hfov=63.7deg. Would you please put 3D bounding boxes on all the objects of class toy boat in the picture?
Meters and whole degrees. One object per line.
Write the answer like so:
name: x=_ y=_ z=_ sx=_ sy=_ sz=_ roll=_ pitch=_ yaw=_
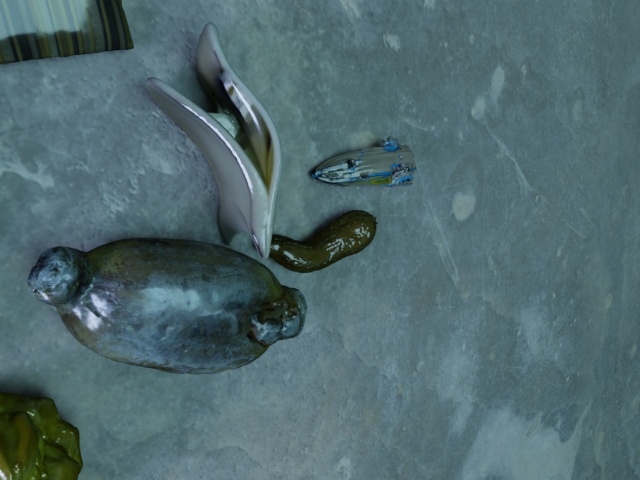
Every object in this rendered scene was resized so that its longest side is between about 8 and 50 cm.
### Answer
toy boat: x=0.076 y=-0.128 z=0.887 sx=0.210 sy=0.066 sz=0.084 roll=-11 pitch=74 yaw=-27

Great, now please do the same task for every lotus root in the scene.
lotus root: x=-0.189 y=0.081 z=0.666 sx=0.349 sy=0.175 sz=0.175 roll=16 pitch=90 yaw=-35

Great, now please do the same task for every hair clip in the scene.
hair clip: x=-0.122 y=-0.128 z=0.677 sx=0.113 sy=0.172 sz=0.282 roll=-33 pitch=107 yaw=-19

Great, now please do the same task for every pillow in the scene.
pillow: x=-0.316 y=-0.254 z=0.563 sx=0.203 sy=0.038 sz=0.113 roll=-21 pitch=116 yaw=-32

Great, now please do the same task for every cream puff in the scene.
cream puff: x=-0.349 y=0.270 z=0.569 sx=0.194 sy=0.194 sz=0.221 roll=-31 pitch=120 yaw=-29

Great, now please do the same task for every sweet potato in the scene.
sweet potato: x=0.000 y=0.006 z=0.857 sx=0.233 sy=0.062 sz=0.081 roll=-17 pitch=95 yaw=-31
